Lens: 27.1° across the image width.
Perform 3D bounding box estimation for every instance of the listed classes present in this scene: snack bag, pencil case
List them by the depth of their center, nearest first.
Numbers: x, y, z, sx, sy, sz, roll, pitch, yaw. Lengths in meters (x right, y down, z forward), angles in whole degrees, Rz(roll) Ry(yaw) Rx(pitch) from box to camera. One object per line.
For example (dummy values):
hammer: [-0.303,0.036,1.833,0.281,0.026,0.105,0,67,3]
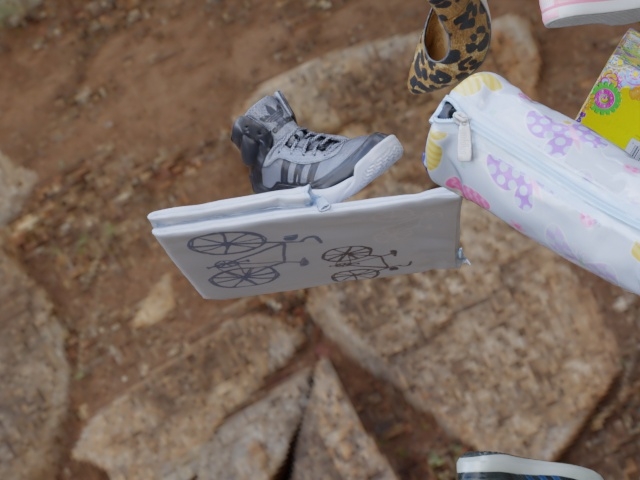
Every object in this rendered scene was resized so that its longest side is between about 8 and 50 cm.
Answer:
pencil case: [0.217,-0.046,1.147,0.273,0.124,0.113,35,80,32]
snack bag: [0.000,0.000,1.516,0.343,0.037,0.323,-7,-16,4]

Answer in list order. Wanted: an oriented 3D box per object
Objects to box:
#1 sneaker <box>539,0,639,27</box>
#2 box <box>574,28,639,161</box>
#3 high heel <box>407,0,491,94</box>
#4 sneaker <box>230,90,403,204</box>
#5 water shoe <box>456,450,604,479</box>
sneaker: [0.234,-0.215,1.100,0.134,0.070,0.051,-8,-9,-30]
box: [0.418,-0.080,1.470,0.177,0.290,0.279,-63,-9,21]
high heel: [0.101,-0.247,1.392,0.186,0.093,0.261,2,-35,-29]
sneaker: [-0.021,-0.115,1.637,0.101,0.153,0.269,-38,10,-36]
water shoe: [0.238,0.293,1.532,0.203,0.080,0.073,13,-15,-27]
